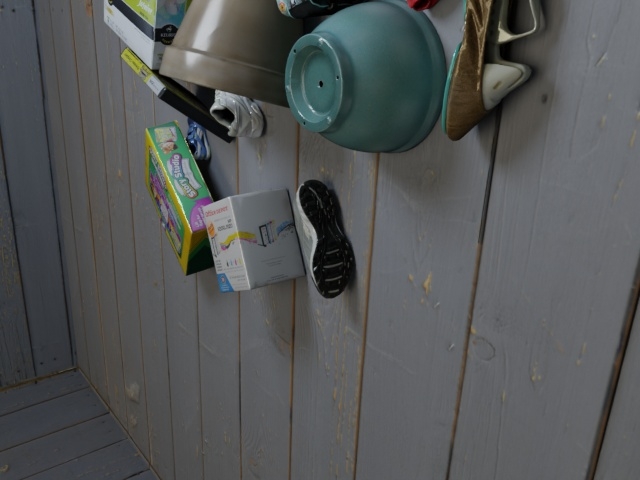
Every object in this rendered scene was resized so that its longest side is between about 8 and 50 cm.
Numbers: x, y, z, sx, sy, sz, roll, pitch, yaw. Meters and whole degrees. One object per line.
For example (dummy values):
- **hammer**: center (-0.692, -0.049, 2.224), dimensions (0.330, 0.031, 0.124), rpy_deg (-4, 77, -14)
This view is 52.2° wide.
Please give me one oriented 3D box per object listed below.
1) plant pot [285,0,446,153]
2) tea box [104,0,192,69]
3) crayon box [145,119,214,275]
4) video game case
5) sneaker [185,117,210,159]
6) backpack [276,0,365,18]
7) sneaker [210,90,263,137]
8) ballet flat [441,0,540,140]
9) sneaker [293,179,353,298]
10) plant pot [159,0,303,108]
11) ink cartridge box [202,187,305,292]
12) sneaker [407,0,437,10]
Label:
- **plant pot**: center (0.059, -0.297, 1.219), dimensions (0.293, 0.196, 0.293), rpy_deg (24, 121, 48)
- **tea box**: center (-0.402, -0.668, 1.708), dimensions (0.329, 0.220, 0.323), rpy_deg (46, 136, 35)
- **crayon box**: center (-0.419, -0.120, 1.968), dimensions (0.363, 0.106, 0.313), rpy_deg (63, 155, 17)
- **video game case**: center (-0.382, -0.388, 1.758), dimensions (0.035, 0.275, 0.248), rpy_deg (-50, 54, 7)
- **sneaker**: center (-0.372, -0.305, 1.930), dimensions (0.053, 0.059, 0.144), rpy_deg (-30, 76, 56)
- **backpack**: center (-0.013, -0.530, 1.260), dimensions (0.144, 0.166, 0.188), rpy_deg (6, 112, 51)
- **sneaker**: center (-0.238, -0.360, 1.675), dimensions (0.232, 0.115, 0.090), rpy_deg (59, 141, 23)
- **ballet flat**: center (0.273, -0.314, 1.015), dimensions (0.124, 0.116, 0.342), rpy_deg (17, 113, 29)
- **sneaker**: center (0.000, 0.000, 1.503), dimensions (0.108, 0.100, 0.271), rpy_deg (156, 102, -69)
- **plant pot**: center (-0.162, -0.456, 1.418), dimensions (0.323, 0.323, 0.280), rpy_deg (26, 105, 48)
- **ink cartridge box**: center (-0.173, -0.001, 1.663), dimensions (0.171, 0.168, 0.232), rpy_deg (-11, 92, 56)
- **sneaker**: center (0.136, -0.471, 1.150), dimensions (0.221, 0.087, 0.128), rpy_deg (23, 118, 50)
